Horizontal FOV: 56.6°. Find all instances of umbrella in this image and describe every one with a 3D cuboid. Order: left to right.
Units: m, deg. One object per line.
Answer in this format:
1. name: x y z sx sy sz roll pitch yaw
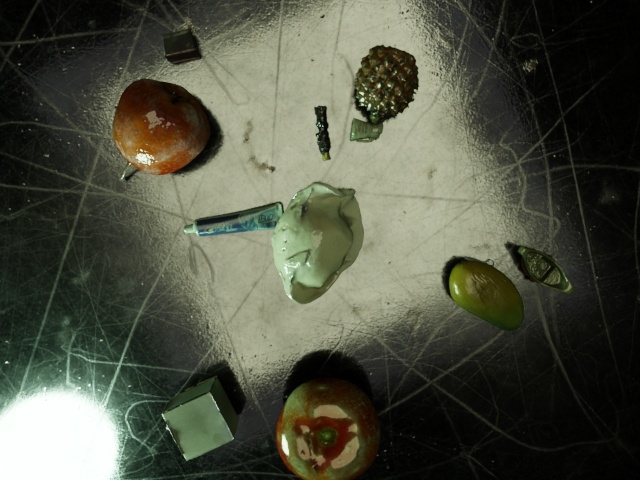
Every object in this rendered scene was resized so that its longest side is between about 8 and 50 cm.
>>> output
1. umbrella: 0.006 -0.283 1.562 0.040 0.037 0.143 -7 93 -12

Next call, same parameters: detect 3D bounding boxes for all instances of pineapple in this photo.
1. pineapple: 0.165 -0.385 1.496 0.166 0.166 0.193 17 103 -1

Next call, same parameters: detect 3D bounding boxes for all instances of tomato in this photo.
1. tomato: 0.021 0.491 1.550 0.270 0.222 0.270 -1 85 5

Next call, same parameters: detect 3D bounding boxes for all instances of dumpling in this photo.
1. dumpling: 0.000 0.000 1.554 0.243 0.187 0.318 0 108 -39

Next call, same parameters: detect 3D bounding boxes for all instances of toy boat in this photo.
1. toy boat: 0.590 0.076 1.580 0.185 0.071 0.089 38 94 -4

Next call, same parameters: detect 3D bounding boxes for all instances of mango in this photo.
1. mango: 0.448 0.142 1.580 0.238 0.091 0.137 27 101 -9

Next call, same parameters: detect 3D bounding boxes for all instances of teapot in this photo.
1. teapot: 0.121 -0.286 1.557 0.083 0.057 0.067 3 133 -3

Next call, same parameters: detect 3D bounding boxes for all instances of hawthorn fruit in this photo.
1. hawthorn fruit: -0.394 -0.268 1.465 0.231 0.235 0.262 12 88 1

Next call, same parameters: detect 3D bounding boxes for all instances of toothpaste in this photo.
1. toothpaste: -0.231 -0.048 1.586 0.269 0.047 0.069 -9 83 -2

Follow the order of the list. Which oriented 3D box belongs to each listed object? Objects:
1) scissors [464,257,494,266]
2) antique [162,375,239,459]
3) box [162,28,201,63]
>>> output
1. scissors: 0.430 0.059 1.611 0.083 0.006 0.036 18 94 -1
2. antique: -0.316 0.466 1.585 0.147 0.148 0.151 -25 96 4
3. box: -0.359 -0.502 1.533 0.085 0.060 0.063 -12 88 2
